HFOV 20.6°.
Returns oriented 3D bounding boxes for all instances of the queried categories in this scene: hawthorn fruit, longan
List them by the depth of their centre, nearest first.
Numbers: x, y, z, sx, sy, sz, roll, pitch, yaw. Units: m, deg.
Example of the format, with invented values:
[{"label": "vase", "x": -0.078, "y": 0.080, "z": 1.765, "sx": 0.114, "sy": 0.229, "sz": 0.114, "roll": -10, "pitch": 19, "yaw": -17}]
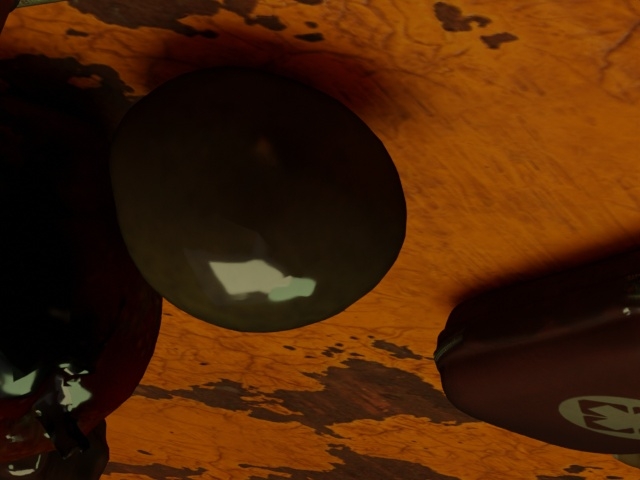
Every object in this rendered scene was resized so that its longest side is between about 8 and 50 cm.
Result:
[{"label": "longan", "x": -0.047, "y": -0.026, "z": 1.231, "sx": 0.212, "sy": 0.198, "sz": 0.198, "roll": 18, "pitch": 159, "yaw": -20}, {"label": "hawthorn fruit", "x": -0.262, "y": 0.021, "z": 1.334, "sx": 0.316, "sy": 0.316, "sz": 0.316, "roll": 9, "pitch": 160, "yaw": 3}]

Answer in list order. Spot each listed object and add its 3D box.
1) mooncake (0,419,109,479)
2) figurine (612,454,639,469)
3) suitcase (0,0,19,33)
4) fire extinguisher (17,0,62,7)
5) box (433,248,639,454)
[{"label": "mooncake", "x": -0.410, "y": 0.238, "z": 2.153, "sx": 0.334, "sy": 0.174, "sz": 0.326, "roll": 19, "pitch": 156, "yaw": -21}, {"label": "figurine", "x": 0.451, "y": 0.237, "z": 1.758, "sx": 0.247, "sy": 0.173, "sz": 0.177, "roll": 27, "pitch": 157, "yaw": 49}, {"label": "suitcase", "x": -0.295, "y": -0.204, "z": 0.861, "sx": 0.297, "sy": 0.161, "sz": 0.236, "roll": 8, "pitch": 152, "yaw": 3}, {"label": "fire extinguisher", "x": -0.184, "y": -0.170, "z": 1.120, "sx": 0.173, "sy": 0.035, "sz": 0.049, "roll": -4, "pitch": 159, "yaw": 27}, {"label": "box", "x": 0.280, "y": 0.105, "z": 1.537, "sx": 0.263, "sy": 0.108, "sz": 0.404, "roll": 20, "pitch": 158, "yaw": -26}]
